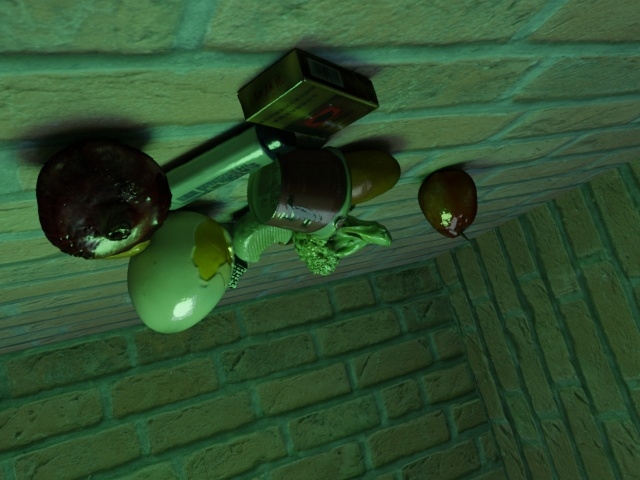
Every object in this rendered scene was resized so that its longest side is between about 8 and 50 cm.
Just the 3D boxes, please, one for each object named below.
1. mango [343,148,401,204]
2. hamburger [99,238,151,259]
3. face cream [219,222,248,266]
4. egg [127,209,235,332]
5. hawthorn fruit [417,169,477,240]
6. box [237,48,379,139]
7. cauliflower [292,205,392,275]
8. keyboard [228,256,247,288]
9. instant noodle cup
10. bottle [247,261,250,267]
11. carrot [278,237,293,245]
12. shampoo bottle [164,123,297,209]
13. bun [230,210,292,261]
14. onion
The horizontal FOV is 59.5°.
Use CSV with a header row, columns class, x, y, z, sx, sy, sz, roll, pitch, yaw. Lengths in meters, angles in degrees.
class,x,y,z,sx,sy,sz,roll,pitch,yaw
mango,0.119,-0.177,1.514,0.254,0.139,0.175,-18,-177,-31
hamburger,-0.521,-0.026,1.386,0.181,0.118,0.191,-25,169,24
face cream,-0.341,0.042,1.859,0.177,0.153,0.177,-14,168,-3
egg,-0.396,0.088,1.567,0.282,0.345,0.283,20,170,4
hawthorn fruit,0.454,-0.112,1.948,0.210,0.263,0.210,-12,168,-3
box,-0.018,-0.268,1.067,0.159,0.071,0.240,-27,164,34
cauliflower,0.046,-0.038,1.755,0.280,0.261,0.327,-7,138,-17
keyboard,-0.359,0.056,1.736,0.106,0.262,0.016,-55,-164,13
instant noodle cup,-0.058,-0.123,1.347,0.178,0.235,0.234,4,159,-33
bottle,-0.380,0.078,2.077,0.110,0.110,0.233,-26,165,41
carrot,-0.090,-0.008,2.231,0.170,0.042,0.042,-9,166,-32
shampoo bottle,-0.214,-0.166,1.249,0.359,0.078,0.134,-22,170,25
bun,-0.193,-0.033,1.771,0.212,0.126,0.204,-14,143,-37
onion,-0.407,-0.065,1.059,0.252,0.219,0.252,-20,138,-19
